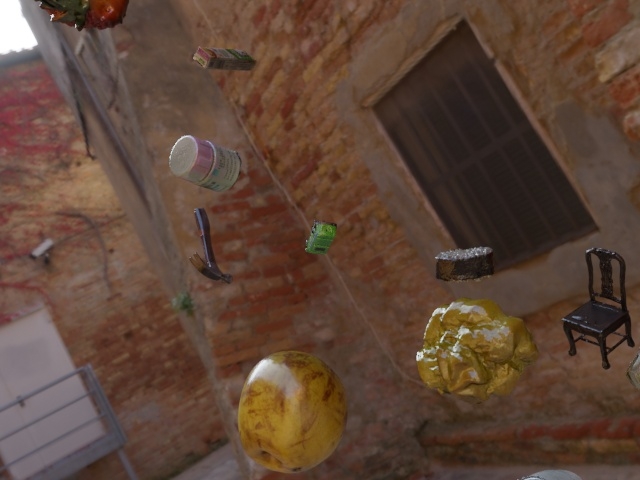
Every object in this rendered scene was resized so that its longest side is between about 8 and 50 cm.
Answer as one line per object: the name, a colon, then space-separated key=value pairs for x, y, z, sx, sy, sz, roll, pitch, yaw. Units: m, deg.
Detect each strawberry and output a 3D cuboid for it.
strawberry: x=-0.315 y=-0.350 z=0.868 sx=0.085 sy=0.192 sz=0.140 roll=-11 pitch=-7 yaw=28

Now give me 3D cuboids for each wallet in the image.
wallet: x=0.703 y=0.236 z=1.403 sx=0.155 sy=0.039 sz=0.110 roll=-53 pitch=-45 yaw=-5

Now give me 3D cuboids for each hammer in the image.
hammer: x=-0.357 y=0.004 z=2.059 sx=0.037 sy=0.290 sz=0.137 roll=-41 pitch=-43 yaw=22

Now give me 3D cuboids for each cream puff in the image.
cream puff: x=0.269 y=0.207 z=1.206 sx=0.194 sy=0.195 sz=0.221 roll=-25 pitch=-3 yaw=-37

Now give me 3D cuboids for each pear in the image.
pear: x=-0.067 y=0.408 z=1.587 sx=0.280 sy=0.281 sz=0.281 roll=-28 pitch=-4 yaw=-2

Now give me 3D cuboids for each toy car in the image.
toy car: x=0.000 y=0.000 z=2.065 sx=0.071 sy=0.063 sz=0.165 roll=8 pitch=-32 yaw=-12

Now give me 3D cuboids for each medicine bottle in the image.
medicine bottle: x=-0.329 y=-0.219 z=1.903 sx=0.135 sy=0.135 sz=0.168 roll=-31 pitch=-30 yaw=30

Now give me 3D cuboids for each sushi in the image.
sushi: x=0.367 y=0.064 z=1.691 sx=0.150 sy=0.078 sz=0.090 roll=-7 pitch=14 yaw=-2

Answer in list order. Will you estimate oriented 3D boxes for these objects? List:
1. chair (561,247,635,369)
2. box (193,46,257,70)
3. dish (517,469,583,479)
chair: x=0.598 y=0.144 z=1.447 sx=0.113 sy=0.229 sz=0.106 roll=-27 pitch=22 yaw=-24
box: x=-0.260 y=-0.501 z=1.843 sx=0.207 sy=0.050 sz=0.041 roll=-19 pitch=-33 yaw=-55
dish: x=0.521 y=0.652 z=1.605 sx=0.260 sy=0.085 sz=0.260 roll=-46 pitch=16 yaw=17
